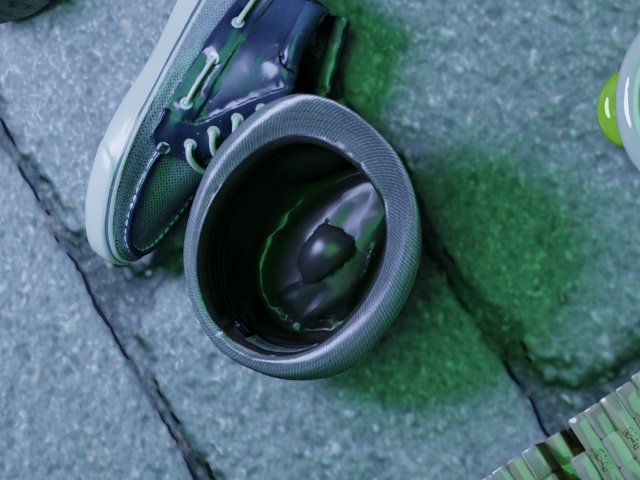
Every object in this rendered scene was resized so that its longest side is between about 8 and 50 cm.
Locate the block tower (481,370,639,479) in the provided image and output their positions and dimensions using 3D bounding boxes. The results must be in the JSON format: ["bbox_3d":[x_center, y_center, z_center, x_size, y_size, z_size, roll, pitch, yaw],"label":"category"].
[{"bbox_3d":[0.241,0.206,1.360,0.335,0.091,0.097,-36,74,17],"label":"block tower"}]

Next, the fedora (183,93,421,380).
[{"bbox_3d":[0.000,0.000,1.450,0.244,0.124,0.275,37,109,22],"label":"fedora"}]

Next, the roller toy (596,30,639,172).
[{"bbox_3d":[0.355,-0.118,1.301,0.209,0.146,0.191,-41,74,14],"label":"roller toy"}]

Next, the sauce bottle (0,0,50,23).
[{"bbox_3d":[-0.374,-0.407,1.634,0.111,0.111,0.344,-18,80,20],"label":"sauce bottle"}]

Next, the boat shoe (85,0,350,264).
[{"bbox_3d":[-0.101,-0.112,1.494,0.158,0.127,0.340,26,96,29],"label":"boat shoe"}]
